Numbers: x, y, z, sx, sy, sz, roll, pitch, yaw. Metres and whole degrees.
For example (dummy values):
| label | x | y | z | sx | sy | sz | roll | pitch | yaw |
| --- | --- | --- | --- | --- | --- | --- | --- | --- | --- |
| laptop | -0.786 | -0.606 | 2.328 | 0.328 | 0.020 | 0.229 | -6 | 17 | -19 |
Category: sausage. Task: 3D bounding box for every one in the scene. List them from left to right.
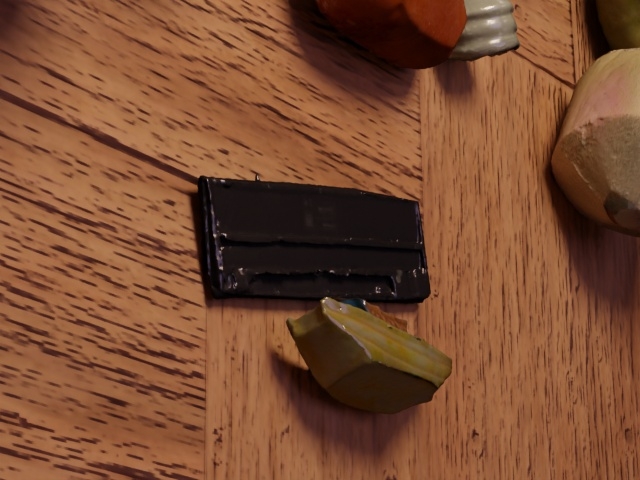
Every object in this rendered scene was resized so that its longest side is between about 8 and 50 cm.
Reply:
| label | x | y | z | sx | sy | sz | roll | pitch | yaw |
| --- | --- | --- | --- | --- | --- | --- | --- | --- | --- |
| sausage | 0.056 | -0.178 | 1.412 | 0.179 | 0.089 | 0.089 | 18 | 62 | -60 |

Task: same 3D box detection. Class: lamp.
| label | x | y | z | sx | sy | sz | roll | pitch | yaw |
| --- | --- | --- | --- | --- | --- | --- | --- | --- | --- |
| lamp | 0.111 | -0.238 | 1.505 | 0.106 | 0.106 | 0.193 | -20 | 103 | -55 |

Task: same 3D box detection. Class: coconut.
| label | x | y | z | sx | sy | sz | roll | pitch | yaw |
| --- | --- | --- | --- | --- | --- | --- | --- | --- | --- |
| coconut | 0.272 | -0.075 | 1.627 | 0.147 | 0.147 | 0.152 | 50 | 39 | -31 |

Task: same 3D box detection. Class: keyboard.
| label | x | y | z | sx | sy | sz | roll | pitch | yaw |
| --- | --- | --- | --- | --- | --- | --- | --- | --- | --- |
| keyboard | 0.000 | 0.000 | 1.323 | 0.250 | 0.017 | 0.087 | 3 | 76 | -53 |

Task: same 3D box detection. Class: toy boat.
| label | x | y | z | sx | sy | sz | roll | pitch | yaw |
| --- | --- | --- | --- | --- | --- | --- | --- | --- | --- |
| toy boat | 0.039 | 0.078 | 1.311 | 0.172 | 0.065 | 0.066 | 28 | 36 | -49 |

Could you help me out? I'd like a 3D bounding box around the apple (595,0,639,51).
| label | x | y | z | sx | sy | sz | roll | pitch | yaw |
| --- | --- | --- | --- | --- | --- | --- | --- | --- | --- |
| apple | 0.367 | -0.229 | 1.731 | 0.194 | 0.261 | 0.261 | -12 | 87 | -43 |
